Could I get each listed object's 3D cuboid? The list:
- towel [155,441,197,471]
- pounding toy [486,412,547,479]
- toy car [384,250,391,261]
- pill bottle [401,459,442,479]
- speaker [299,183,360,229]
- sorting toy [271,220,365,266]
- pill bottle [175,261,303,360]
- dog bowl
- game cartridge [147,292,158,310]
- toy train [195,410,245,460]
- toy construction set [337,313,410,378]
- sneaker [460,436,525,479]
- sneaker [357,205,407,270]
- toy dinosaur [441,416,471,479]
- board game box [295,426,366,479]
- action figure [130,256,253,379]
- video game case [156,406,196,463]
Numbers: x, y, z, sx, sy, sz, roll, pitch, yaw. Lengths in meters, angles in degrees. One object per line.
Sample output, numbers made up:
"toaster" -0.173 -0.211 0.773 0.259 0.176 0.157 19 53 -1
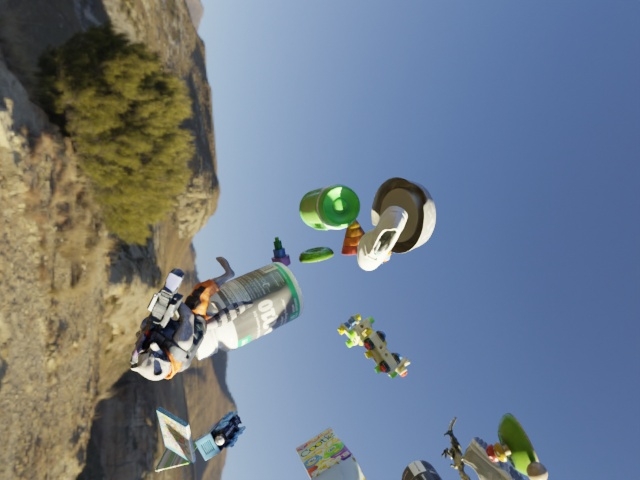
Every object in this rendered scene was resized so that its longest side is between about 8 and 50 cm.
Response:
"towel" -0.575 0.869 1.857 0.113 0.152 0.023 -74 144 -67
"pounding toy" 0.560 0.636 1.357 0.237 0.110 0.183 -108 177 -59
"toy car" 0.215 0.067 1.677 0.060 0.122 0.041 -14 -86 34
"pill bottle" 0.371 0.858 1.543 0.245 0.130 0.130 -152 -118 -79
"speaker" 0.020 -0.097 1.373 0.296 0.131 0.131 -170 -101 -75
"sorting toy" 0.000 0.000 1.635 0.127 0.365 0.126 -110 -171 -79
"pill bottle" -0.251 0.221 1.458 0.204 0.361 0.204 38 -40 41
"dog bowl" 0.385 -0.117 2.137 0.348 0.102 0.349 13 -75 56
"game cartridge" -0.449 0.183 1.320 0.017 0.083 0.056 28 -86 43
"toy train" -0.293 0.571 1.372 0.080 0.105 0.184 61 3 4
"toy construction set" 0.220 0.433 1.838 0.327 0.151 0.215 42 -23 2
"sneaker" 0.618 0.831 1.615 0.281 0.105 0.115 45 -73 30
"sneaker" 0.142 0.014 1.144 0.094 0.080 0.212 -72 -175 -48
"toy dinosaur" 0.501 0.778 1.739 0.064 0.118 0.268 -29 -142 26
"board game box" 0.035 0.726 1.466 0.144 0.142 0.275 63 -14 0
"action figure" -0.299 0.184 1.077 0.341 0.178 0.330 -54 179 43
"video game case" -0.425 0.576 1.366 0.119 0.015 0.166 17 -56 25
